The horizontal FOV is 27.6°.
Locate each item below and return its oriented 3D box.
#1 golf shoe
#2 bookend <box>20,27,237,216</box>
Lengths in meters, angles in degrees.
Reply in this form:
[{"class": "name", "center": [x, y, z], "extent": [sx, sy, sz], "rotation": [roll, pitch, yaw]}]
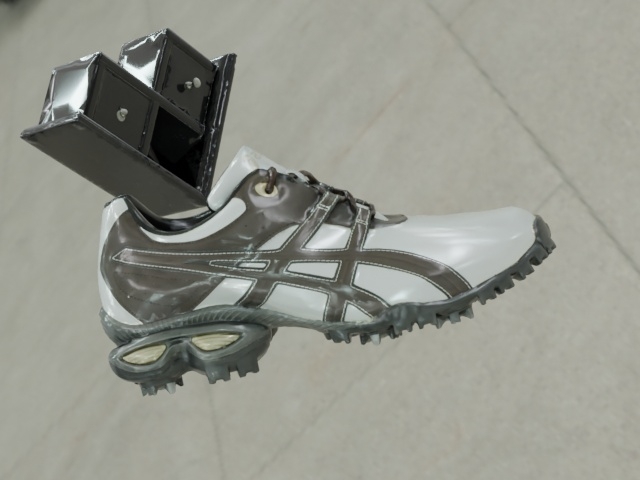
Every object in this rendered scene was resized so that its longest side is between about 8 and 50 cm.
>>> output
[{"class": "golf shoe", "center": [0.000, 0.000, 0.554], "extent": [0.198, 0.094, 0.077], "rotation": [-13, 4, -4]}, {"class": "bookend", "center": [-0.159, -0.124, 1.116], "extent": [0.072, 0.156, 0.157], "rotation": [-11, 57, 36]}]
